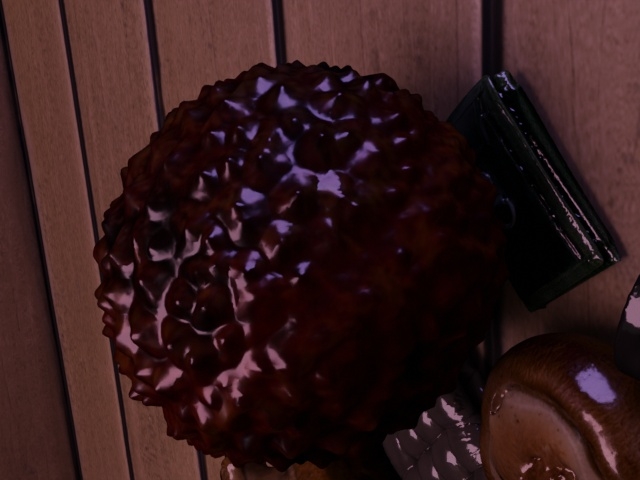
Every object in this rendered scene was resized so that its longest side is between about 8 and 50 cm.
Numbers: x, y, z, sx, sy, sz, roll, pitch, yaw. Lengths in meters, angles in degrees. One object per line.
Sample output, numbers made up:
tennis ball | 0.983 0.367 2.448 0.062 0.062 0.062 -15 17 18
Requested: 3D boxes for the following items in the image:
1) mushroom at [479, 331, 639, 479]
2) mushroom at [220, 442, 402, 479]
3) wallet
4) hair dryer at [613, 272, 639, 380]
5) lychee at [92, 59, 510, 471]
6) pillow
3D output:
mushroom | 0.265 0.210 0.923 0.253 0.153 0.253 34 133 46
mushroom | 0.012 0.419 1.299 0.345 0.260 0.345 164 90 -76
wallet | 0.211 -0.047 0.992 0.236 0.055 0.160 64 153 14
hair dryer | 0.347 0.172 0.706 0.284 0.156 0.320 -50 53 1
lychee | -0.010 0.008 0.971 0.425 0.500 0.424 19 136 19
pillow | 0.149 0.236 1.169 0.326 0.101 0.228 61 147 23
